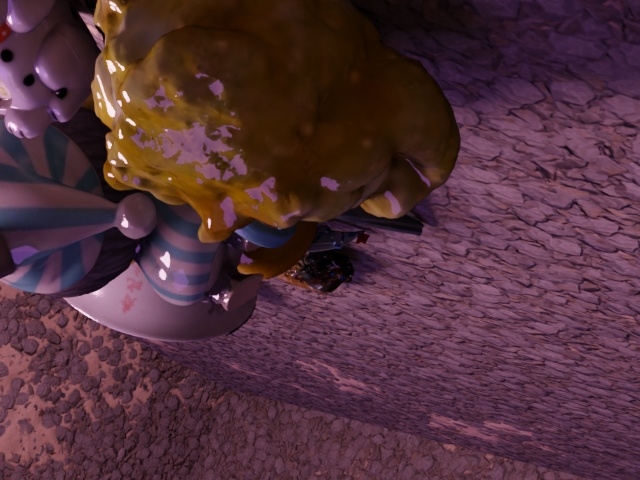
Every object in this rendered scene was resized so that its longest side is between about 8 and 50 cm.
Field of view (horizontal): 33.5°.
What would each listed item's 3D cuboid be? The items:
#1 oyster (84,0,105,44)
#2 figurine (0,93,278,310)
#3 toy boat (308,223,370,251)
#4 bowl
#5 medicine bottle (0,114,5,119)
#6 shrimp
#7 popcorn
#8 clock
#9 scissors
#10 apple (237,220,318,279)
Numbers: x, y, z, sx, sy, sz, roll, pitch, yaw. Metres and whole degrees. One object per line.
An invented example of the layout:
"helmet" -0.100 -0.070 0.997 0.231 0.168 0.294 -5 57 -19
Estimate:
"oyster" -0.184 -0.199 1.207 0.199 0.087 0.252 19 154 -11
"figurine" -0.301 0.006 1.286 0.361 0.377 0.266 29 127 16
"toy boat" -0.009 0.004 1.597 0.149 0.105 0.034 19 131 23
"bowl" -0.244 -0.008 1.648 0.345 0.345 0.157 20 120 3
"medicine bottle" -0.513 -0.123 1.693 0.273 0.165 0.165 3 156 46
"shrimp" -0.054 0.031 1.813 0.222 0.054 0.290 26 168 -15
"popcorn" -0.061 -0.141 0.966 0.292 0.294 0.334 -12 -153 -17
"clock" -0.343 -0.244 1.089 0.188 0.189 0.254 17 157 13
"scissors" 0.005 -0.049 1.301 0.447 0.029 0.193 13 -139 -51
"apple" -0.096 -0.025 1.496 0.182 0.155 0.182 18 162 6
